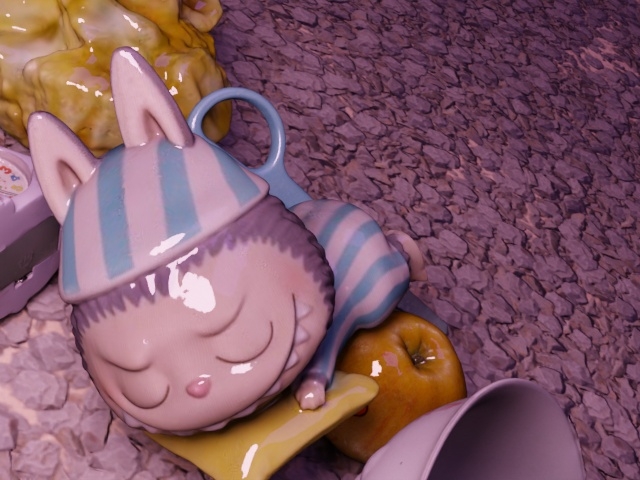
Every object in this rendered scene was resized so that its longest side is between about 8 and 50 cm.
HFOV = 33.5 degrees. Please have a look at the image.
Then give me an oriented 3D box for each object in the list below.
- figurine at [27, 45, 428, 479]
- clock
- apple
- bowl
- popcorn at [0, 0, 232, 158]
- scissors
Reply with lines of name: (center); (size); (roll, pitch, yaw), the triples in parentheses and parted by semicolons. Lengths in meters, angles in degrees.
figurine: (-0.081, -0.017, 1.000); (0.266, 0.378, 0.361); (8, 38, 36)
clock: (-0.390, -0.054, 1.078); (0.254, 0.189, 0.189); (33, 37, 11)
apple: (0.077, 0.162, 1.172); (0.182, 0.155, 0.182); (20, 37, -16)
bowl: (0.111, 0.295, 1.009); (0.157, 0.346, 0.345); (2, 18, 38)
popcorn: (-0.265, -0.234, 1.317); (0.292, 0.293, 0.334); (39, 48, -63)
scissors: (0.000, 0.000, 1.300); (0.447, 0.029, 0.193); (37, 78, -24)
